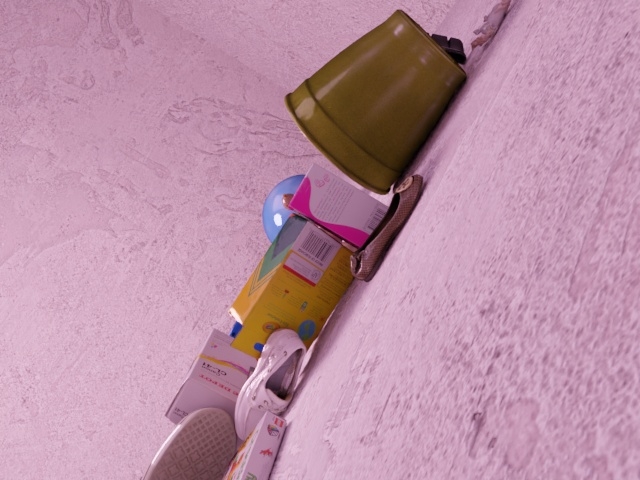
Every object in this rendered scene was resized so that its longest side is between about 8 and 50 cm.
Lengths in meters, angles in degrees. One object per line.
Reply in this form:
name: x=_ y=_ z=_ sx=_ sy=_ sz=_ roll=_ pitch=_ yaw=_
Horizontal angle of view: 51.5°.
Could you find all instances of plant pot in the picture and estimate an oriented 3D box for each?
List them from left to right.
plant pot: x=0.160 y=-0.366 z=1.660 sx=0.353 sy=0.366 sz=0.366 roll=-45 pitch=10 yaw=21

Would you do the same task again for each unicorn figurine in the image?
unicorn figurine: x=0.415 y=-0.537 z=1.587 sx=0.111 sy=0.060 sz=0.162 roll=157 pitch=127 yaw=-82

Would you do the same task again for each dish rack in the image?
dish rack: x=0.273 y=-0.484 z=1.871 sx=0.271 sy=0.208 sz=0.074 roll=113 pitch=166 yaw=-66

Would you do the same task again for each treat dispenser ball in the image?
treat dispenser ball: x=-0.055 y=-0.081 z=2.266 sx=0.288 sy=0.288 sz=0.288 roll=-59 pitch=5 yaw=8

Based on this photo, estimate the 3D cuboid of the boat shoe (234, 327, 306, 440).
boat shoe: x=-0.107 y=0.330 z=1.438 sx=0.096 sy=0.098 sz=0.277 roll=34 pitch=107 yaw=55

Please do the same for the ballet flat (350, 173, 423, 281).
ballet flat: x=0.132 y=-0.032 z=1.360 sx=0.250 sy=0.058 sz=0.084 roll=-60 pitch=5 yaw=0

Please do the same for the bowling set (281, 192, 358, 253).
bowling set: x=0.000 y=0.000 z=1.662 sx=0.154 sy=0.287 sz=0.200 roll=-6 pitch=67 yaw=30

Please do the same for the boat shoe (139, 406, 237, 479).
boat shoe: x=-0.338 y=0.602 z=1.487 sx=0.500 sy=0.187 sz=0.156 roll=-68 pitch=18 yaw=-2

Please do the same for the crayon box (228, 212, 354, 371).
crayon box: x=-0.065 y=0.123 z=1.496 sx=0.318 sy=0.202 sz=0.081 roll=-57 pitch=38 yaw=-4

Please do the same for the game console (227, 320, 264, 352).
game console: x=-0.212 y=0.311 z=2.197 sx=0.293 sy=0.173 sz=0.250 roll=-60 pitch=5 yaw=-6

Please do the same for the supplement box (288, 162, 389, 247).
supplement box: x=0.047 y=-0.068 z=1.492 sx=0.111 sy=0.220 sz=0.114 roll=-59 pitch=5 yaw=-2

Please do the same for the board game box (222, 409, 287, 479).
board game box: x=-0.160 y=0.489 z=1.243 sx=0.193 sy=0.053 sz=0.305 roll=-57 pitch=5 yaw=30

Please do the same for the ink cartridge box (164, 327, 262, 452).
ink cartridge box: x=-0.229 y=0.373 z=1.666 sx=0.131 sy=0.226 sz=0.306 roll=-60 pitch=5 yaw=13
